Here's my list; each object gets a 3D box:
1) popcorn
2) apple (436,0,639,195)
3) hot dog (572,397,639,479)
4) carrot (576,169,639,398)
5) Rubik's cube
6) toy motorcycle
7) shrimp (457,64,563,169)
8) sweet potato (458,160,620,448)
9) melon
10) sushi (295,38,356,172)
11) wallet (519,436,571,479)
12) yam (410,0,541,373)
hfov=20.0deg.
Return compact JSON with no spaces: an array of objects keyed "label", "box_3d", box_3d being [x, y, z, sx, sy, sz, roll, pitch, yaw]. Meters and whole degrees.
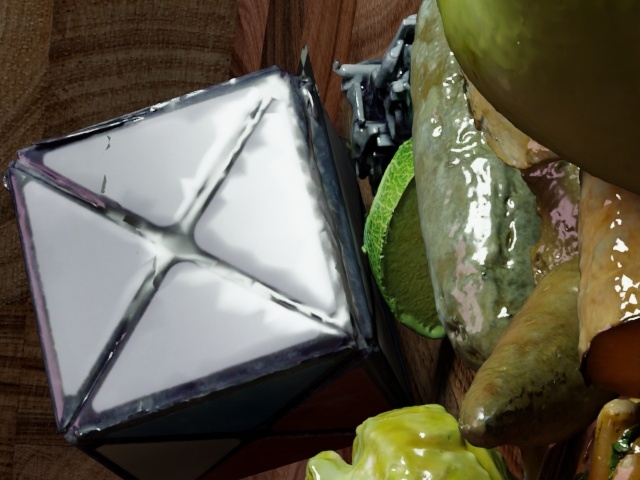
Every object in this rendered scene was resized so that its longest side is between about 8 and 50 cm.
[{"label":"popcorn","box_3d":[0.082,0.237,1.385,0.204,0.183,0.221,66,-171,-73]},{"label":"apple","box_3d":[0.184,-0.160,0.837,0.292,0.254,0.292,-178,90,-83]},{"label":"hot dog","box_3d":[0.185,0.214,1.174,0.100,0.068,0.250,-112,27,-64]},{"label":"carrot","box_3d":[0.197,-0.031,1.133,0.102,0.102,0.263,110,162,-55]},{"label":"Rubik's cube","box_3d":[-0.093,0.047,1.751,0.307,0.305,0.310,55,-162,-68]},{"label":"toy motorcycle","box_3d":[0.076,-0.139,1.783,0.270,0.106,0.159,109,156,-66]},{"label":"shrimp","box_3d":[0.170,-0.123,1.135,0.253,0.058,0.173,14,81,57]},{"label":"sweet potato","box_3d":[0.164,0.040,1.190,0.098,0.124,0.310,-31,28,45]},{"label":"melon","box_3d":[0.095,-0.017,1.633,0.064,0.118,0.209,51,125,51]},{"label":"sushi","box_3d":[0.000,0.000,2.228,0.343,0.064,0.359,-104,22,-47]},{"label":"wallet","box_3d":[0.179,0.102,1.355,0.095,0.026,0.176,-98,19,-63]},{"label":"yam","box_3d":[0.135,-0.046,1.348,0.133,0.133,0.330,110,162,-56]}]
